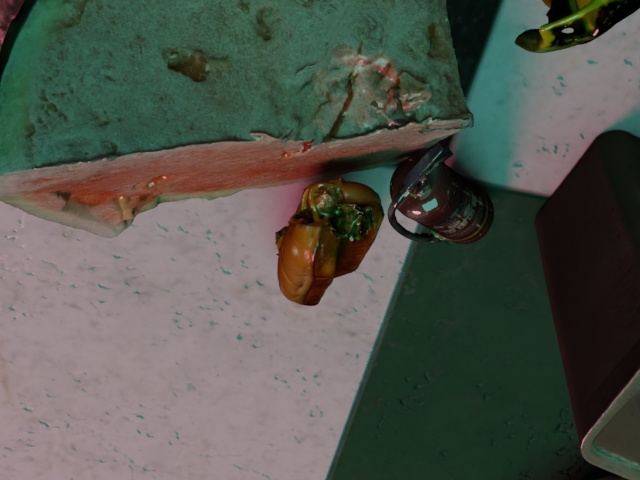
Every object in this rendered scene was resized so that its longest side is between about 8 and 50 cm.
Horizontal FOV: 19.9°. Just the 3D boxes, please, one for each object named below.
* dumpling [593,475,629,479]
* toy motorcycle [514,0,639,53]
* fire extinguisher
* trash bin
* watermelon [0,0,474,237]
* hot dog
[{"bbox_3d":[0.249,0.238,1.422,0.199,0.118,0.136,-2,131,-30],"label":"dumpling"},{"bbox_3d":[0.093,-0.228,1.057,0.342,0.206,0.142,15,168,-16],"label":"toy motorcycle"},{"bbox_3d":[0.077,-0.027,1.201,0.064,0.043,0.158,-45,162,8],"label":"fire extinguisher"},{"bbox_3d":[0.241,0.050,1.205,0.164,0.240,0.122,23,120,-21],"label":"trash bin"},{"bbox_3d":[-0.074,-0.094,1.102,0.305,0.180,0.224,-11,123,-23],"label":"watermelon"},{"bbox_3d":[0.000,0.000,1.205,0.072,0.188,0.055,-39,83,-13],"label":"hot dog"}]
